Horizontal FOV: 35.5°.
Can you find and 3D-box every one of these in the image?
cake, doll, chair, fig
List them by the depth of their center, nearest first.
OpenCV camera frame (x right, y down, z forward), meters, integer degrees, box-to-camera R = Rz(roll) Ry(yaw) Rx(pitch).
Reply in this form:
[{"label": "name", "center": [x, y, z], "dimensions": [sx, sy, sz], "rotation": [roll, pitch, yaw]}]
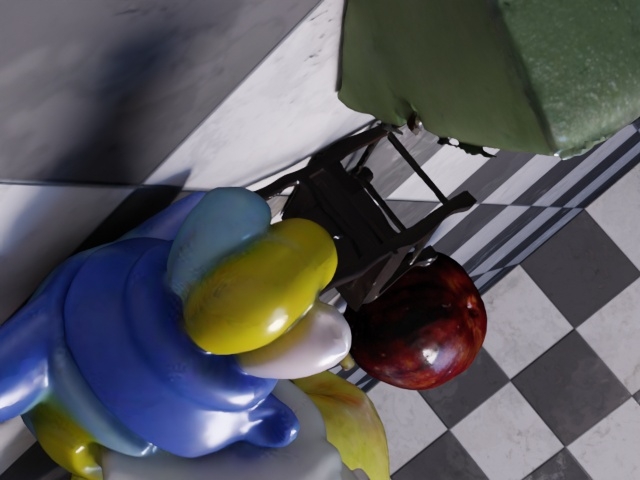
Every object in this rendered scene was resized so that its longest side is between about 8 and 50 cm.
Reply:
[{"label": "cake", "center": [0.085, -0.164, 0.556], "dimensions": [0.158, 0.172, 0.283], "rotation": [-29, -161, -14]}, {"label": "doll", "center": [-0.075, 0.115, 0.616], "dimensions": [0.375, 0.366, 0.187], "rotation": [-8, -148, 17]}, {"label": "chair", "center": [0.000, 0.000, 0.770], "dimensions": [0.229, 0.106, 0.113], "rotation": [-30, 163, -32]}, {"label": "fig", "center": [0.095, 0.115, 1.371], "dimensions": [0.249, 0.187, 0.204], "rotation": [-9, -163, 26]}]

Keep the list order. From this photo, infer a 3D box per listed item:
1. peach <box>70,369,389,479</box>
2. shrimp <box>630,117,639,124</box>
[{"label": "peach", "center": [-0.095, 0.246, 0.952], "dimensions": [0.314, 0.281, 0.316], "rotation": [9, 117, -22]}, {"label": "shrimp", "center": [0.511, -0.238, 1.530], "dimensions": [0.219, 0.046, 0.152], "rotation": [-34, 167, -3]}]
